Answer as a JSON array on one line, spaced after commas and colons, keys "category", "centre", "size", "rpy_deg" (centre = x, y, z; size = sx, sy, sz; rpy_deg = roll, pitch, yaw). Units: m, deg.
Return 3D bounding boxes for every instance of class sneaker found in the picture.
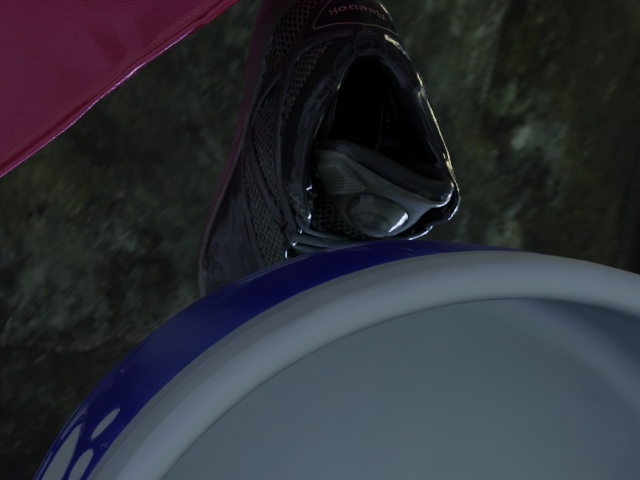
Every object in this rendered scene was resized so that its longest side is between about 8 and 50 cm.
[{"category": "sneaker", "centre": [0.000, 0.000, 0.835], "size": [0.087, 0.130, 0.227], "rpy_deg": [5, -65, -17]}]

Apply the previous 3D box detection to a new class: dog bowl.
[{"category": "dog bowl", "centre": [0.037, 0.132, 0.528], "size": [0.265, 0.104, 0.265], "rpy_deg": [-1, -86, -17]}]

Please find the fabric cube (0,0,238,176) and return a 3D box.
[{"category": "fabric cube", "centre": [-0.131, -0.211, 0.846], "size": [0.259, 0.258, 0.254], "rpy_deg": [-32, -77, 17]}]
